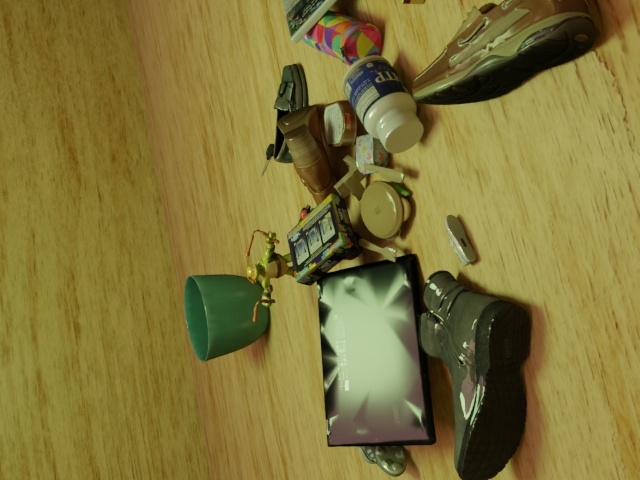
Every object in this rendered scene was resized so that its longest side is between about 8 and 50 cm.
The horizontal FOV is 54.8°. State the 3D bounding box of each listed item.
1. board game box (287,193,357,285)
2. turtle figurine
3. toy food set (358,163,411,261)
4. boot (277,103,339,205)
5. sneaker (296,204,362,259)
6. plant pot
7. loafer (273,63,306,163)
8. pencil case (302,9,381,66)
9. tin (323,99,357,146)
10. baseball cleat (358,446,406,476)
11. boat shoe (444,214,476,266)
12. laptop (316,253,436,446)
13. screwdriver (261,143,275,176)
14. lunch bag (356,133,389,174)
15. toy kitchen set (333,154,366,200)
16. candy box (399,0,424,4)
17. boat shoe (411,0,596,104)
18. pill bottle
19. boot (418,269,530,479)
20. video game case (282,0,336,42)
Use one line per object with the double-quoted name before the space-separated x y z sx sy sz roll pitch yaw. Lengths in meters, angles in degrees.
"board game box" 0.000 0.000 1.407 0.170 0.048 0.141 -40 46 34
"turtle figurine" -0.115 0.083 1.691 0.087 0.217 0.270 35 127 57
"toy food set" 0.138 -0.064 1.312 0.132 0.038 0.192 24 117 45
"boot" -0.013 -0.212 1.555 0.283 0.109 0.220 -103 -12 -61
"sneaker" 0.009 0.011 1.519 0.135 0.097 0.276 -63 31 4
"plant pot" -0.318 0.250 2.129 0.293 0.235 0.293 25 118 59
"loafer" -0.089 -0.341 1.672 0.096 0.084 0.268 19 113 61
"pencil case" 0.042 -0.447 1.366 0.236 0.104 0.105 -131 41 -51
"tin" 0.043 -0.270 1.433 0.189 0.040 0.106 -151 61 -75
"baseball cleat" 0.146 0.505 1.462 0.206 0.072 0.110 -130 33 -62
"boat shoe" 0.251 0.002 1.136 0.100 0.035 0.035 65 147 19
"laptop" 0.115 0.268 1.433 0.407 0.236 0.382 -15 72 36
"screwdriver" -0.166 -0.246 1.937 0.025 0.024 0.170 41 148 13
"lunch bag" 0.113 -0.187 1.342 0.071 0.053 0.083 -1 87 62
"toy kitchen set" 0.069 -0.138 1.435 0.068 0.083 0.075 49 176 -36
"candy box" 0.147 -0.542 1.176 0.109 0.053 0.187 106 147 -41
"boat shoe" 0.267 -0.298 0.943 0.324 0.122 0.120 -14 79 56
"pill bottle" 0.126 -0.267 1.225 0.187 0.111 0.112 64 149 31
"boot" 0.260 0.238 1.118 0.222 0.118 0.339 -155 72 -63
"video game case" -0.010 -0.562 1.394 0.190 0.022 0.173 -39 44 30
